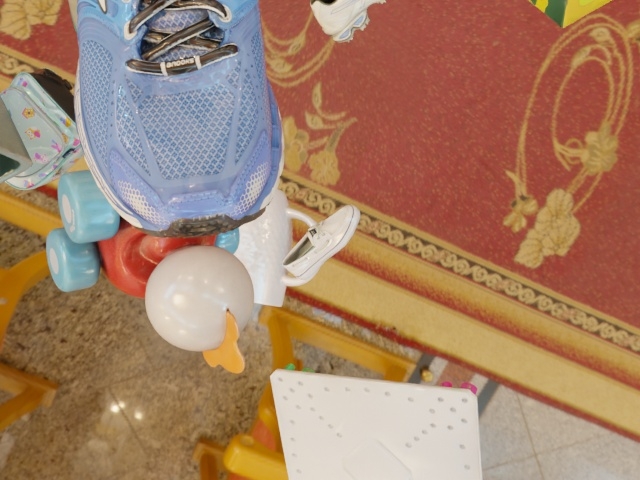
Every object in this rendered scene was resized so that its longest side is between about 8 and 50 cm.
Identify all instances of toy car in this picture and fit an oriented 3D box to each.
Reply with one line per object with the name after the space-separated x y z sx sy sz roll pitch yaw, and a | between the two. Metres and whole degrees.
-0.149 0.047 0.703 0.219 0.237 0.210 -12 156 -35 | toy car

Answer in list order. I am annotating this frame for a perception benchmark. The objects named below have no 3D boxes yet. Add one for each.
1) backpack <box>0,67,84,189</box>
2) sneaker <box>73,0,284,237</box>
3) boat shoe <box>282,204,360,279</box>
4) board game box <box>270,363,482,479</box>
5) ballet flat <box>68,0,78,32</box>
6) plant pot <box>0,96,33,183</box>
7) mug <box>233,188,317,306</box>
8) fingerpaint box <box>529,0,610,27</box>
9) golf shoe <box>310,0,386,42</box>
-0.500 -0.180 1.112 0.188 0.144 0.166 -37 103 26 | backpack
-0.096 -0.159 0.369 0.130 0.147 0.329 -10 73 -8 | sneaker
0.000 0.000 1.522 0.076 0.083 0.226 30 104 -37 | boat shoe
0.114 0.423 1.225 0.390 0.050 0.389 1 111 25 | board game box
-0.289 -0.340 0.813 0.086 0.248 0.086 1 70 -3 | ballet flat
-0.579 -0.185 0.829 0.248 0.247 0.252 -25 74 7 | plant pot
-0.169 0.012 1.833 0.375 0.276 0.327 9 85 17 | mug
0.464 -0.557 0.831 0.445 0.163 0.371 -30 148 -5 | fingerpaint box
0.060 -0.371 0.915 0.176 0.069 0.086 -50 129 3 | golf shoe
